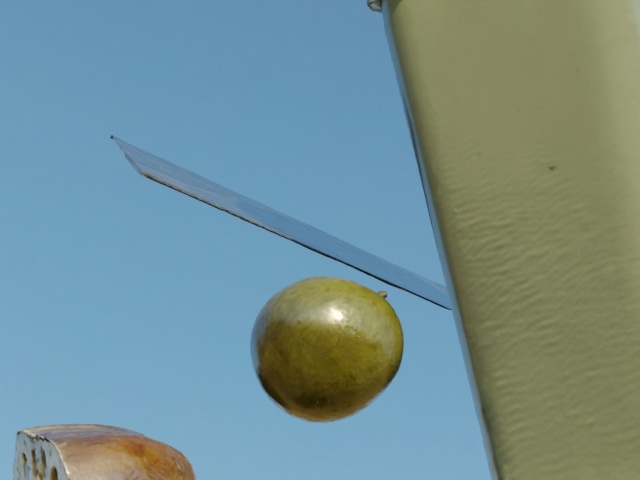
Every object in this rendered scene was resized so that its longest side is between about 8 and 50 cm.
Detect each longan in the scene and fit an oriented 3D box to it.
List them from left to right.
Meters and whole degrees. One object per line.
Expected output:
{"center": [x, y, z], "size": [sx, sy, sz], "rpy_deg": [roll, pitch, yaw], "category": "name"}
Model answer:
{"center": [0.006, 0.048, 0.646], "size": [0.075, 0.083, 0.075], "rpy_deg": [22, -48, 27], "category": "longan"}

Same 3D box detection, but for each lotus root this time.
{"center": [-0.125, 0.161, 0.759], "size": [0.081, 0.112, 0.122], "rpy_deg": [2, -1, -32], "category": "lotus root"}

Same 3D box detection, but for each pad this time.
{"center": [0.000, 0.000, 1.139], "size": [0.367, 0.007, 0.247], "rpy_deg": [24, 4, -18], "category": "pad"}

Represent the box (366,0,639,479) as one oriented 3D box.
{"center": [0.213, -0.024, 0.848], "size": [0.177, 0.344, 0.352], "rpy_deg": [-17, -10, 35], "category": "box"}
